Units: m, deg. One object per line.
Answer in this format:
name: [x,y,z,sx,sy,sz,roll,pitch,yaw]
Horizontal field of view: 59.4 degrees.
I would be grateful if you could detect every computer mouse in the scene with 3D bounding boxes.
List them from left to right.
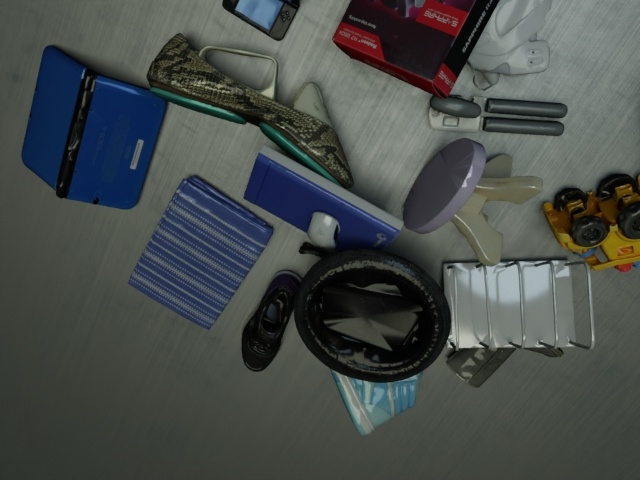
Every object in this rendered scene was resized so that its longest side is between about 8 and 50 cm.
computer mouse: [0.000,0.000,1.224,0.106,0.042,0.193,23,155,11]

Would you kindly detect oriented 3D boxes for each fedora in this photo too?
fedora: [0.114,0.146,1.238,0.334,0.152,0.333,2,108,6]

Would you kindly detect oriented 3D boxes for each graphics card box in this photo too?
graphics card box: [0.204,-0.465,0.978,0.233,0.094,0.370,35,102,28]

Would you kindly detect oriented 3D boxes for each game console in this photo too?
game console: [-0.519,-0.249,1.273,0.250,0.173,0.293,11,115,-31]
game console: [-0.118,-0.481,1.107,0.144,0.085,0.124,31,111,-4]

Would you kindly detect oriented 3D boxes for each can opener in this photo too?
can opener: [0.357,-0.250,1.138,0.281,0.093,0.074,4,110,0]

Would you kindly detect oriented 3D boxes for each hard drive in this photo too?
hard drive: [-0.004,-0.066,1.202,0.319,0.040,0.210,29,155,-4]

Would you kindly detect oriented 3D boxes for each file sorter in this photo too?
file sorter: [0.409,0.138,1.192,0.278,0.173,0.192,-2,85,9]

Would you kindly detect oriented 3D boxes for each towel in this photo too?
towel: [-0.292,0.036,1.351,0.243,0.040,0.336,33,112,-7]

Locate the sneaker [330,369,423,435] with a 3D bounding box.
sneaker: [0.124,0.284,1.353,0.208,0.127,0.318,-23,94,-4]

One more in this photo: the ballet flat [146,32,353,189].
ballet flat: [-0.115,-0.284,1.156,0.483,0.164,0.181,27,91,-2]

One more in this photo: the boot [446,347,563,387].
boot: [0.432,0.275,1.325,0.190,0.076,0.208,37,104,8]

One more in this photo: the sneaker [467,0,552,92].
sneaker: [0.404,-0.440,1.038,0.366,0.137,0.210,-29,105,21]

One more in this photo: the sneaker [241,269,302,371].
sneaker: [-0.134,0.212,1.343,0.107,0.124,0.283,21,111,-1]

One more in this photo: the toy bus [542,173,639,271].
toy bus: [0.602,-0.010,1.177,0.221,0.149,0.211,-16,123,14]

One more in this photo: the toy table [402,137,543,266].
toy table: [0.300,-0.086,1.136,0.161,0.274,0.252,20,78,-11]
